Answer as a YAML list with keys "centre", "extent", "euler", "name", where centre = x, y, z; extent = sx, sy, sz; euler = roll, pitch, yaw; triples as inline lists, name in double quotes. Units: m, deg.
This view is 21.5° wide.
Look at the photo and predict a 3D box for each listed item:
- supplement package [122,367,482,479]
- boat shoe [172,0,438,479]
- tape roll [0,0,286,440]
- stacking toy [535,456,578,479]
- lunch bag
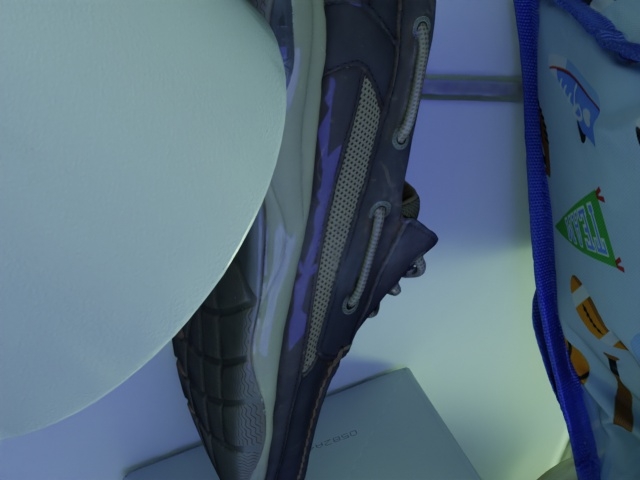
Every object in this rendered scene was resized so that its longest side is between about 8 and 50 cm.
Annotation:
- centre: [0.019, 0.264, 1.070]
  extent: [0.199, 0.198, 0.263]
  euler: [-20, 131, -12]
  name: "supplement package"
- centre: [0.000, 0.000, 0.906]
  extent: [0.130, 0.132, 0.355]
  euler: [-8, 129, -20]
  name: "boat shoe"
- centre: [-0.159, -0.059, 0.708]
  extent: [0.246, 0.246, 0.169]
  euler: [-42, 132, 9]
  name: "tape roll"
- centre: [0.193, 0.265, 1.047]
  extent: [0.141, 0.330, 0.141]
  euler: [1, 111, 4]
  name: "stacking toy"
- centre: [0.298, -0.004, 0.980]
  extent: [0.327, 0.239, 0.386]
  euler: [-20, 123, -12]
  name: "lunch bag"
